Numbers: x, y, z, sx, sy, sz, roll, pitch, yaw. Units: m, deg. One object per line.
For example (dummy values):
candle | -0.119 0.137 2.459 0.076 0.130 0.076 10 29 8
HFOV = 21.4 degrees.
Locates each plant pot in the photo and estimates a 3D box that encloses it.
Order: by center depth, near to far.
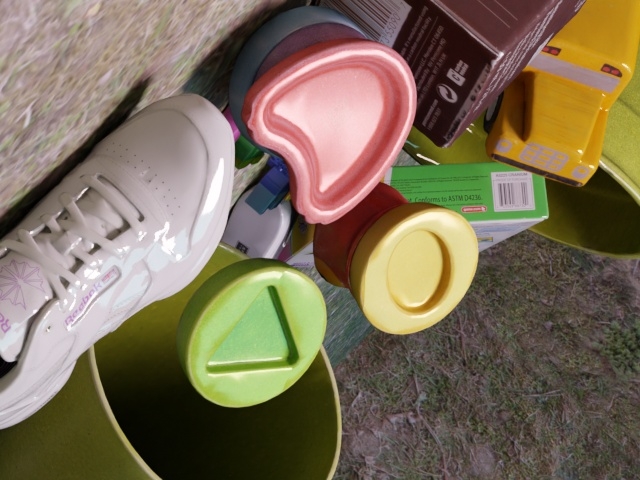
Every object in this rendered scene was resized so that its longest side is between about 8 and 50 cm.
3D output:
plant pot | -0.178 0.177 1.527 0.293 0.275 0.275 -34 -177 38
plant pot | 0.295 -0.224 1.886 0.353 0.366 0.366 -59 175 -12

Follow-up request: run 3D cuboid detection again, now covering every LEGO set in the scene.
LEGO set | -0.030 -0.090 1.541 0.093 0.087 0.227 -51 173 18

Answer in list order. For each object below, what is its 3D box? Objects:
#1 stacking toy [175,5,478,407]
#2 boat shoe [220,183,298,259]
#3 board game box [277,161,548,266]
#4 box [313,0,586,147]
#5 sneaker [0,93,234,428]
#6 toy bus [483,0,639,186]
stacking toy | -0.037 -0.029 1.413 0.279 0.130 0.309 -31 129 -14
boat shoe | -0.087 0.021 1.841 0.076 0.080 0.228 -34 156 -56
board game box | 0.088 -0.025 1.883 0.242 0.064 0.316 -3 172 -12
box | 0.124 -0.225 1.430 0.203 0.167 0.168 -45 172 -25
sneaker | -0.172 0.024 1.191 0.305 0.114 0.152 -49 174 4
toy bus | 0.247 -0.222 1.631 0.130 0.108 0.333 120 -14 -58
